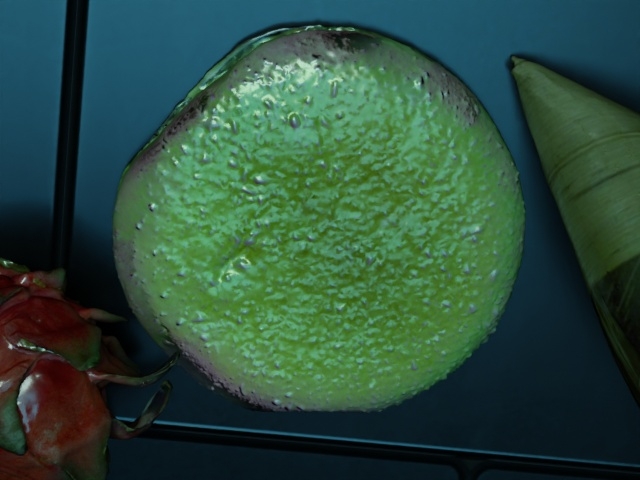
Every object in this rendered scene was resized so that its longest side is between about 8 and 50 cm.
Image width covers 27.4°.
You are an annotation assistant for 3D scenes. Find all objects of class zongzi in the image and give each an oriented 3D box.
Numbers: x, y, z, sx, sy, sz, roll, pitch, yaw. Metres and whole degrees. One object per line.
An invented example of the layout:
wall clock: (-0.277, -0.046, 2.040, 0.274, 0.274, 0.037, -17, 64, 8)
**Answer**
zongzi: (0.242, 0.051, 0.716, 0.154, 0.317, 0.289, -37, 149, 10)

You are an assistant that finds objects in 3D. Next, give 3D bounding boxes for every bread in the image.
bread: (0.000, 0.000, 0.706, 0.229, 0.033, 0.228, -1, 113, -2)

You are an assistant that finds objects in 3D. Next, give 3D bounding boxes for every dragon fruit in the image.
dragon fruit: (-0.159, 0.076, 0.690, 0.142, 0.130, 0.121, 40, 71, -16)
